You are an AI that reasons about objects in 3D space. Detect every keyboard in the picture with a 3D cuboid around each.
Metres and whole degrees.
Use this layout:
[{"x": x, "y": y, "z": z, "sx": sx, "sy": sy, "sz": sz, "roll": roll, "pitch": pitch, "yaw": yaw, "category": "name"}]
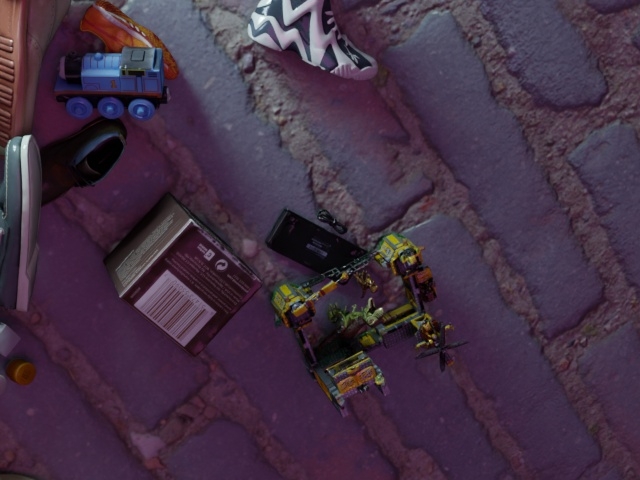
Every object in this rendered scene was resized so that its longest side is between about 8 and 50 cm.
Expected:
[{"x": 0.000, "y": 0.000, "z": 1.886, "sx": 0.180, "sy": 0.023, "sz": 0.108, "roll": 27, "pitch": 102, "yaw": -25, "category": "keyboard"}]

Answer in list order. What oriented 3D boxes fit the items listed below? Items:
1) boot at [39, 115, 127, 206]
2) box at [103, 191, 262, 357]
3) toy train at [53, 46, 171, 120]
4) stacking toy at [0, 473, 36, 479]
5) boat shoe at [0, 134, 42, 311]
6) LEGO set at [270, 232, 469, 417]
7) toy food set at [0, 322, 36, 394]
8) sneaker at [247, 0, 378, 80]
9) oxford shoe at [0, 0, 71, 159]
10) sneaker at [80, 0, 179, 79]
[{"x": -0.397, "y": -0.117, "z": 1.666, "sx": 0.219, "sy": 0.106, "sz": 0.082, "roll": -40, "pitch": 114, "yaw": -5, "category": "boot"}, {"x": -0.229, "y": 0.052, "z": 1.721, "sx": 0.167, "sy": 0.203, "sz": 0.168, "roll": -48, "pitch": 115, "yaw": -1, "category": "box"}, {"x": -0.327, "y": -0.248, "z": 1.644, "sx": 0.184, "sy": 0.080, "sz": 0.105, "roll": 1, "pitch": 132, "yaw": -3, "category": "toy train"}, {"x": -0.563, "y": 0.574, "z": 1.808, "sx": 0.141, "sy": 0.141, "sz": 0.330, "roll": 13, "pitch": 106, "yaw": -22, "category": "stacking toy"}, {"x": -0.489, "y": -0.023, "z": 1.629, "sx": 0.099, "sy": 0.116, "sz": 0.320, "roll": 8, "pitch": 126, "yaw": -7, "category": "boat shoe"}, {"x": 0.092, "y": 0.154, "z": 1.855, "sx": 0.331, "sy": 0.192, "sz": 0.255, "roll": -18, "pitch": 118, "yaw": -15, "category": "LEGO set"}, {"x": -0.575, "y": 0.166, "z": 1.707, "sx": 0.111, "sy": 0.104, "sz": 0.232, "roll": -55, "pitch": 135, "yaw": -22, "category": "toy food set"}, {"x": 0.010, "y": -0.367, "z": 1.740, "sx": 0.235, "sy": 0.094, "sz": 0.153, "roll": 20, "pitch": 107, "yaw": -13, "category": "sneaker"}, {"x": -0.438, "y": -0.310, "z": 1.582, "sx": 0.146, "sy": 0.140, "sz": 0.397, "roll": -22, "pitch": 134, "yaw": -49, "category": "oxford shoe"}, {"x": -0.302, "y": -0.311, "z": 1.678, "sx": 0.175, "sy": 0.064, "sz": 0.067, "roll": 36, "pitch": 114, "yaw": -21, "category": "sneaker"}]
